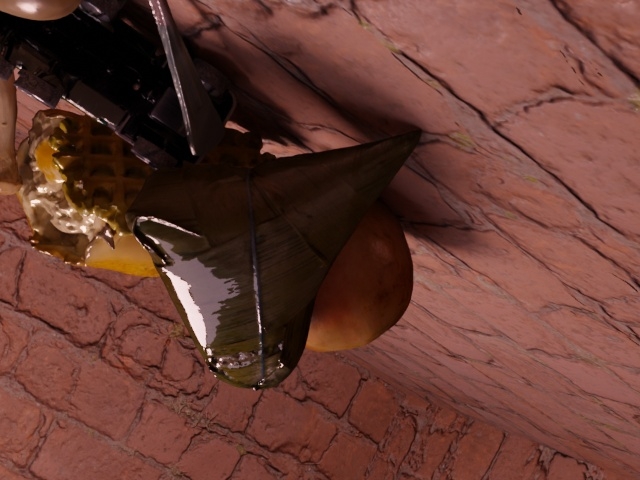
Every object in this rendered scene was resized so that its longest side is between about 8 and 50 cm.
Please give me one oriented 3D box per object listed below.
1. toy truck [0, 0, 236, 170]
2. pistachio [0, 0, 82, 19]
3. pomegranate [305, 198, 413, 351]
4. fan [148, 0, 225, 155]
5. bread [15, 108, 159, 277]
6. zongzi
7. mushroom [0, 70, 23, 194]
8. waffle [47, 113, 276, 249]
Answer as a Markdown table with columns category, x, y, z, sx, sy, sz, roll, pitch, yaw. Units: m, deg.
| category | x | y | z | sx | sy | sz | roll | pitch | yaw |
| --- | --- | --- | --- | --- | --- | --- | --- | --- | --- |
| toy truck | -0.290 | -0.233 | 1.167 | 0.363 | 0.176 | 0.178 | 34 | 177 | -19 |
| pistachio | -0.329 | -0.308 | 0.976 | 0.215 | 0.143 | 0.144 | 22 | 167 | 27 |
| pomegranate | 0.014 | 0.025 | 1.352 | 0.229 | 0.252 | 0.270 | -11 | 114 | 20 |
| fan | -0.166 | -0.206 | 1.066 | 0.023 | 0.057 | 0.282 | 32 | 155 | 34 |
| bread | -0.331 | -0.054 | 1.679 | 0.361 | 0.250 | 0.394 | 24 | -175 | 40 |
| zongzi | -0.014 | 0.027 | 1.143 | 0.361 | 0.160 | 0.322 | -15 | 126 | 11 |
| mushroom | -0.579 | -0.245 | 1.562 | 0.123 | 0.351 | 0.095 | -2 | -160 | 6 |
| waffle | -0.218 | -0.108 | 1.313 | 0.307 | 0.312 | 0.060 | 44 | 137 | 26 |
